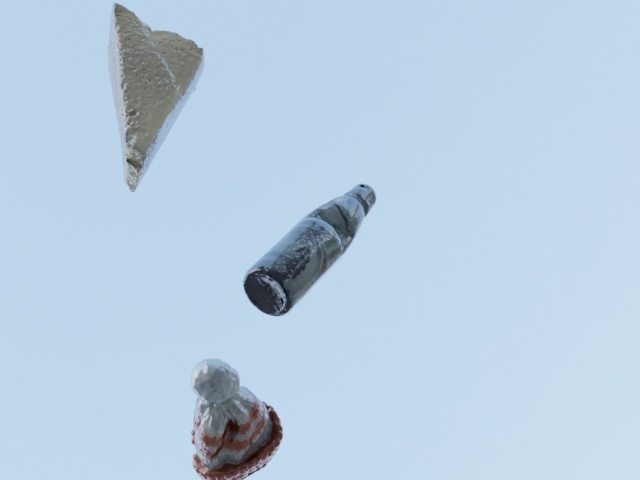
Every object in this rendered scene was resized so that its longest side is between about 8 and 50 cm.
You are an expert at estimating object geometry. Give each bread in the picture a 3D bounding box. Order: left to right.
[{"bbox_3d":[-0.185,-0.136,0.939,0.105,0.152,0.077,24,-34,0],"label":"bread"}]

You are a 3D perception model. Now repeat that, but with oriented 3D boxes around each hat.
[{"bbox_3d":[-0.104,0.191,1.079,0.112,0.093,0.162,-31,-33,-16],"label":"hat"}]

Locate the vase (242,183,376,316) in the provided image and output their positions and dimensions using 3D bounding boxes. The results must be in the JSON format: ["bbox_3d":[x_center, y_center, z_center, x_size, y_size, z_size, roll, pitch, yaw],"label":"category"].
[{"bbox_3d":[0.000,0.000,1.030,0.060,0.211,0.060,19,-51,25],"label":"vase"}]
